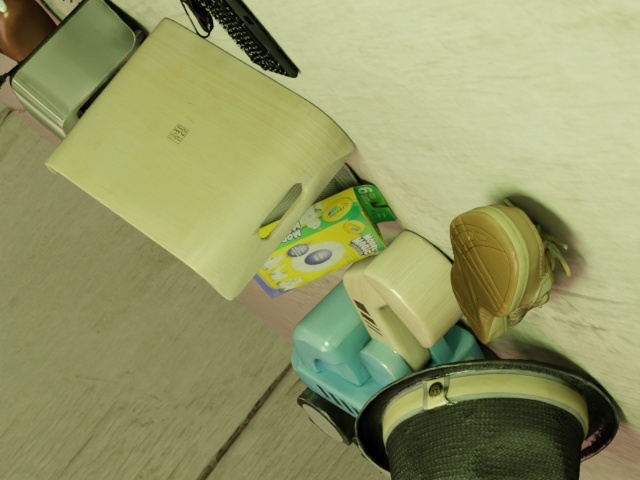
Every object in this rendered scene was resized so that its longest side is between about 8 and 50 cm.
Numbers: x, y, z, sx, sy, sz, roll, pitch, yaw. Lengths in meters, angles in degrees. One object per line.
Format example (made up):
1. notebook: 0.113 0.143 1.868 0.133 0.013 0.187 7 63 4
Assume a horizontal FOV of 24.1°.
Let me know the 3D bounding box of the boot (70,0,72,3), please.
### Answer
1. boot: -0.337 -0.339 1.820 0.121 0.045 0.099 41 174 -17

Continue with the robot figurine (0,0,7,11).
1. robot figurine: -0.429 -0.371 1.506 0.353 0.200 0.300 36 143 20

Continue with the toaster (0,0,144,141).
1. toaster: -0.296 -0.199 1.902 0.110 0.185 0.168 40 172 19

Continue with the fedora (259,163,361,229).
1. fedora: -0.062 -0.061 1.842 0.244 0.124 0.275 38 171 2

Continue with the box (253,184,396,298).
1. box: 0.000 0.000 1.768 0.105 0.179 0.043 52 -166 -59

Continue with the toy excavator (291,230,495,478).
1. toy excavator: 0.084 0.128 2.029 0.433 0.222 0.445 26 157 49

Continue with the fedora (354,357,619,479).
1. fedora: 0.207 0.281 1.866 0.334 0.152 0.334 3 144 2

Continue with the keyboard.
1. keyboard: -0.104 -0.221 1.482 0.100 0.038 0.192 30 167 46

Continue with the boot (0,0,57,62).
1. boot: -0.326 -0.232 2.152 0.280 0.096 0.264 25 153 27

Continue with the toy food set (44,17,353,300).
1. toy food set: -0.141 -0.096 1.670 0.306 0.219 0.092 33 169 31

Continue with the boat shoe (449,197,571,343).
1. boat shoe: 0.183 0.021 1.442 0.285 0.089 0.104 91 154 -76
